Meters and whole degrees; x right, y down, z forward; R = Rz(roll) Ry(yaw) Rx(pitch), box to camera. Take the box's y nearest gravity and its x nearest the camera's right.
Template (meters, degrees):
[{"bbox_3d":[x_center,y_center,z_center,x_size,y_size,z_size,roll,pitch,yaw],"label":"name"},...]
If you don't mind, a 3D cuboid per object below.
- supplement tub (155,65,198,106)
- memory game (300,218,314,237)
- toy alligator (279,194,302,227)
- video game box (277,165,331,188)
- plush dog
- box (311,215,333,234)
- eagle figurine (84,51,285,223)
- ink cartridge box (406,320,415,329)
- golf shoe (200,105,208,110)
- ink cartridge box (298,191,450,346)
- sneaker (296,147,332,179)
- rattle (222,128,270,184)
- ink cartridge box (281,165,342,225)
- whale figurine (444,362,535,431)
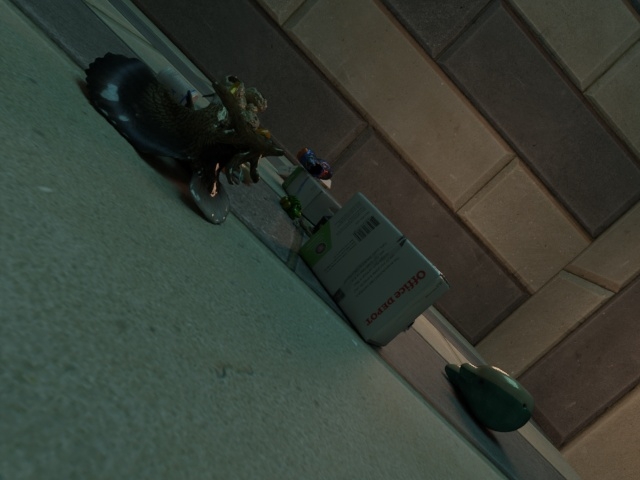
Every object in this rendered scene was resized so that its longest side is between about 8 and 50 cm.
[{"bbox_3d":[-0.404,-0.425,1.181,0.107,0.071,0.071,43,8,-10],"label":"supplement tub"},{"bbox_3d":[0.000,0.000,1.342,0.186,0.012,0.186,44,8,-8],"label":"memory game"},{"bbox_3d":[-0.079,-0.099,1.285,0.056,0.051,0.190,40,9,-33],"label":"toy alligator"},{"bbox_3d":[-0.073,-0.297,1.983,0.186,0.048,0.205,6,-11,25],"label":"video game box"},{"bbox_3d":[-0.310,-0.457,1.588,0.226,0.210,0.262,65,19,7],"label":"plush dog"},{"bbox_3d":[0.131,0.035,1.387,0.293,0.073,0.295,40,9,8],"label":"box"},{"bbox_3d":[-0.212,-0.185,0.701,0.298,0.225,0.227,17,-51,26],"label":"eagle figurine"},{"bbox_3d":[0.237,0.196,1.429,0.206,0.045,0.208,45,9,8],"label":"ink cartridge box"},{"bbox_3d":[-0.346,-0.398,1.452,0.176,0.069,0.086,45,27,15],"label":"golf shoe"},{"bbox_3d":[0.111,0.061,0.916,0.273,0.198,0.114,51,8,33],"label":"ink cartridge box"},{"bbox_3d":[-0.016,-0.282,1.673,0.221,0.083,0.087,22,36,-57],"label":"sneaker"},{"bbox_3d":[-0.182,-0.222,1.086,0.130,0.142,0.200,63,0,-6],"label":"rattle"},{"bbox_3d":[-0.014,-0.149,1.641,0.201,0.117,0.278,40,8,-35],"label":"ink cartridge box"},{"bbox_3d":[0.447,0.431,1.168,0.216,0.141,0.272,44,-17,-17],"label":"whale figurine"}]
